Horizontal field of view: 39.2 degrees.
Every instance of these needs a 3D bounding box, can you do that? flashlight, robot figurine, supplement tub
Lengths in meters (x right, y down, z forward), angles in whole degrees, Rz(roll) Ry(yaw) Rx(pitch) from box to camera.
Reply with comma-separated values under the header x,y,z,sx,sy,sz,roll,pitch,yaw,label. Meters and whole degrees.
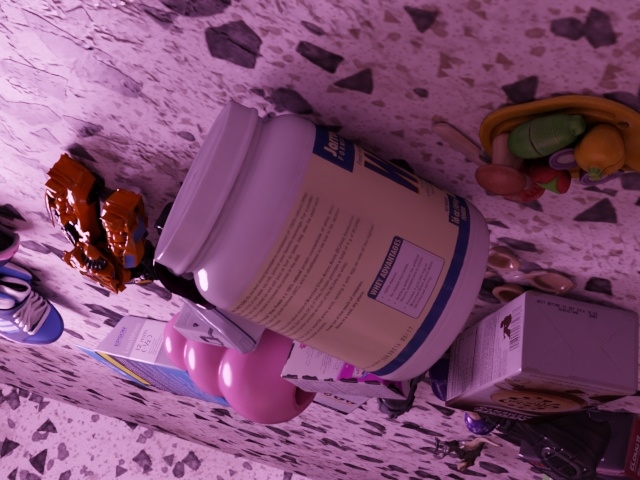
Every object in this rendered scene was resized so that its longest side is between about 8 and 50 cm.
x,y,z,sx,sy,sz,roll,pitch,yaw,label
0.145,0.254,1.651,0.103,0.103,0.304,53,164,23,flashlight
-0.356,-0.012,1.442,0.211,0.085,0.291,29,150,8,robot figurine
0.000,0.000,1.029,0.325,0.235,0.235,25,157,-14,supplement tub

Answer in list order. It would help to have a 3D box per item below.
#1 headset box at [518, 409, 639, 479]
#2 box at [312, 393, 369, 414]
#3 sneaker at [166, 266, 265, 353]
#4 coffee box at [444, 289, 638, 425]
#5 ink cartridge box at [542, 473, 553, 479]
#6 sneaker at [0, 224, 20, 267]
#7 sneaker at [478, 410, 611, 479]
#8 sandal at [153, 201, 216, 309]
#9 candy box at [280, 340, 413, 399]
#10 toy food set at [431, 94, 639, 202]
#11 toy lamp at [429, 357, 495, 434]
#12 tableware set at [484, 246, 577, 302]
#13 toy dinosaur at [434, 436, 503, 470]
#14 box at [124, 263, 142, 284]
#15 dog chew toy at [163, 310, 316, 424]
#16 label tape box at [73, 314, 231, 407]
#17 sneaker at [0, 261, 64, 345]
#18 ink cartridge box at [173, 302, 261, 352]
x,y,z,sx,sy,sz,roll,pitch,yaw,label
0.533,0.411,1.704,0.218,0.110,0.293,-3,149,44,headset box
0.047,0.316,1.942,0.101,0.060,0.244,22,158,-4,box
-0.184,0.097,1.576,0.258,0.091,0.094,37,164,30,sneaker
0.312,0.181,1.317,0.168,0.118,0.297,12,159,-8,coffee box
0.633,0.574,2.020,0.160,0.092,0.219,33,154,-31,ink cartridge box
-0.713,-0.051,1.691,0.131,0.112,0.319,-25,137,37,sneaker
0.374,0.290,1.563,0.286,0.130,0.109,40,150,9,sneaker
-0.188,0.033,1.324,0.168,0.107,0.446,28,173,1,sandal
0.058,0.171,1.473,0.233,0.159,0.071,-4,147,45,candy box
0.220,-0.073,0.898,0.218,0.071,0.128,-6,147,47,toy food set
0.270,0.294,1.693,0.080,0.080,0.274,5,155,31,toy lamp
0.253,0.050,1.221,0.169,0.020,0.141,26,157,-15,tableware set
0.335,0.491,2.116,0.118,0.064,0.268,5,157,-3,toy dinosaur
-0.375,0.030,1.626,0.162,0.029,0.116,-6,126,45,box
-0.164,0.223,1.737,0.332,0.206,0.206,17,159,27,dog chew toy
-0.371,0.280,2.136,0.348,0.115,0.249,8,155,31,label tape box
-0.692,0.148,2.062,0.323,0.130,0.236,41,154,-31,sneaker
-0.175,0.134,1.639,0.151,0.109,0.063,6,152,31,ink cartridge box
